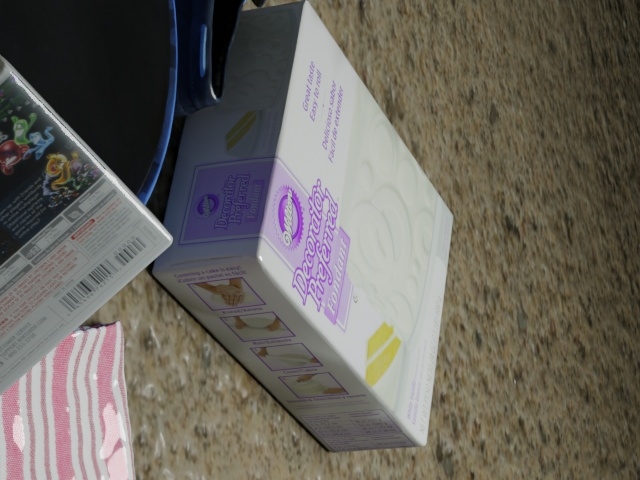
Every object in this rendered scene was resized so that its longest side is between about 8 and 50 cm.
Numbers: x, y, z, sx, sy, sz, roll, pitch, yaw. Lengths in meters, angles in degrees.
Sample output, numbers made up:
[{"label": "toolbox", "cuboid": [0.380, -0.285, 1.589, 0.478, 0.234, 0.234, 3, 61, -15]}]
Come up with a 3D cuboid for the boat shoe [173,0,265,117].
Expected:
[{"label": "boat shoe", "cuboid": [-0.069, -0.194, 1.195, 0.109, 0.089, 0.258, 51, 48, -57]}]

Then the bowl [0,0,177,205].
[{"label": "bowl", "cuboid": [-0.205, -0.155, 0.942, 0.391, 0.077, 0.391, 27, 60, -61]}]

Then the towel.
[{"label": "towel", "cuboid": [-0.168, 0.126, 1.009, 0.197, 0.029, 0.144, -3, 87, -65]}]

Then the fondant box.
[{"label": "fondant box", "cuboid": [0.000, 0.000, 1.323, 0.330, 0.096, 0.238, 49, 42, -49]}]

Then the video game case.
[{"label": "video game case", "cuboid": [-0.192, 0.015, 0.844, 0.022, 0.190, 0.173, 47, -2, 40]}]
